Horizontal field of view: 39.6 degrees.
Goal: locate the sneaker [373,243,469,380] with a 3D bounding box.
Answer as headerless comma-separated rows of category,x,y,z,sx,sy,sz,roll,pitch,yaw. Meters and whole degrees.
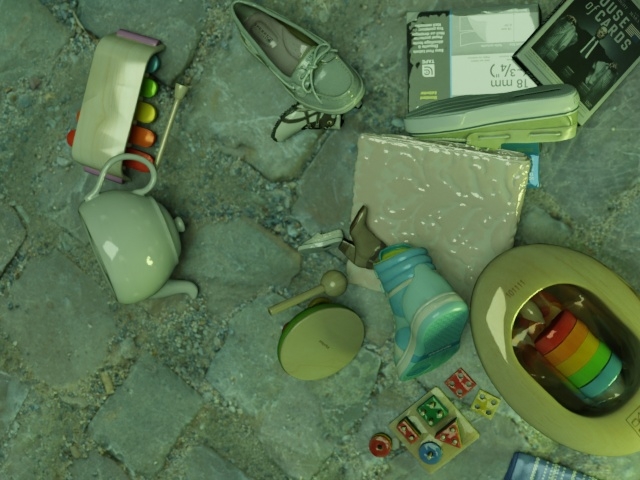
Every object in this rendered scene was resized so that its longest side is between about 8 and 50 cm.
sneaker,0.173,0.125,1.686,0.127,0.319,0.208,-19,62,-19

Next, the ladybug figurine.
ladybug figurine,0.450,0.198,1.611,0.305,0.162,0.449,-43,94,-4

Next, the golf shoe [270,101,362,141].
golf shoe,-0.008,-0.242,1.747,0.198,0.077,0.094,-37,87,17

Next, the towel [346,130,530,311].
towel,0.212,-0.033,1.686,0.317,0.053,0.331,12,118,13

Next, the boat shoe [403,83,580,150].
boat shoe,0.298,-0.202,1.549,0.303,0.109,0.094,-5,114,15

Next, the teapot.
teapot,-0.369,-0.008,1.809,0.187,0.256,0.252,-24,66,-15

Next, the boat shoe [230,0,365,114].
boat shoe,-0.050,-0.352,1.687,0.118,0.103,0.320,-47,65,2

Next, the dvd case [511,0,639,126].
dvd case,0.477,-0.348,1.570,0.179,0.029,0.238,43,87,-13

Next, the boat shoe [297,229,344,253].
boat shoe,0.000,0.000,1.799,0.100,0.035,0.035,-16,65,20

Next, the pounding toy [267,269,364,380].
pounding toy,-0.021,0.159,1.775,0.183,0.110,0.236,-23,130,-12

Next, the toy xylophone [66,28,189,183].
toy xylophone,-0.398,-0.265,1.842,0.236,0.081,0.322,27,102,9

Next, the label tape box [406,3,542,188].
label tape box,0.288,-0.259,1.653,0.241,0.106,0.333,0,96,15

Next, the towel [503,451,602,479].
towel,0.503,0.574,1.738,0.336,0.040,0.243,18,98,10

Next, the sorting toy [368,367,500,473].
sorting toy,0.231,0.379,1.775,0.274,0.046,0.132,-42,86,15

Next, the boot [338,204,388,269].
boot,0.091,-0.001,1.691,0.087,0.042,0.118,28,121,-3
